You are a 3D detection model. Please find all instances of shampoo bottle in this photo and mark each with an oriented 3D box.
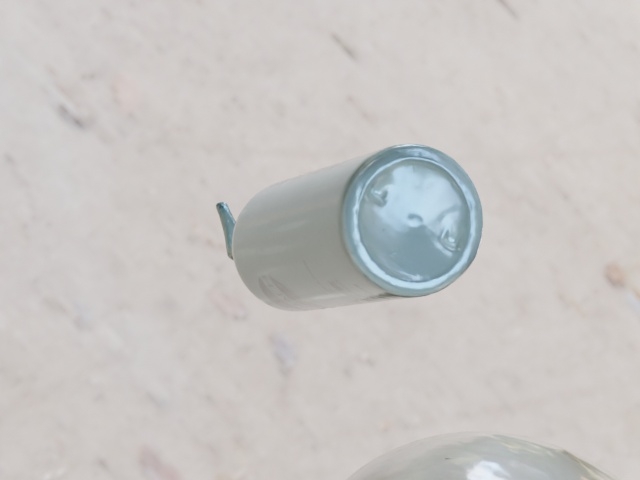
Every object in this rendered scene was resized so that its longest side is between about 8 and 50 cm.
[{"bbox_3d":[0.000,0.000,0.773,0.056,0.056,0.195,43,-17,-11],"label":"shampoo bottle"}]

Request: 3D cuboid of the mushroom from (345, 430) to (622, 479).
[{"bbox_3d":[0.100,0.293,1.134,0.362,0.295,0.362,47,25,-30],"label":"mushroom"}]
